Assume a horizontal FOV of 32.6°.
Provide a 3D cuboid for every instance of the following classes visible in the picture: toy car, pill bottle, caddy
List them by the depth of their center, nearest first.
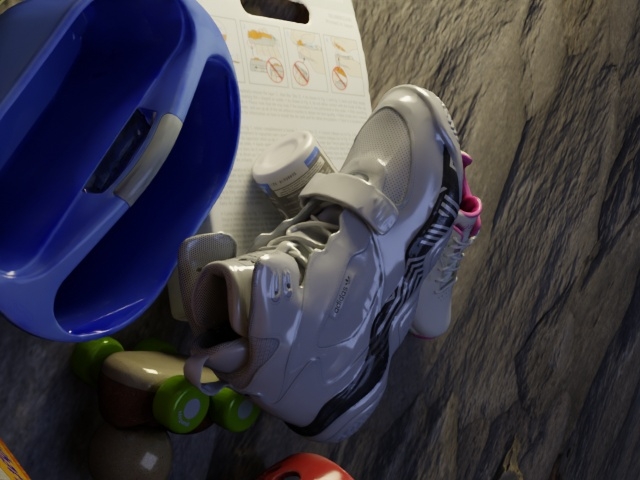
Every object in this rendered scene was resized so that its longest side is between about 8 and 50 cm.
[{"bbox_3d":[-0.204,-0.075,0.976,0.241,0.179,0.341,51,58,-41],"label":"caddy"},{"bbox_3d":[-0.173,0.206,1.092,0.149,0.155,0.188,12,96,-51],"label":"toy car"},{"bbox_3d":[-0.006,-0.042,1.168,0.137,0.078,0.078,54,55,-26],"label":"pill bottle"}]

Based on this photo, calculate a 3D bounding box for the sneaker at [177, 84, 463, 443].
[{"bbox_3d":[0.000,0.000,1.030,0.210,0.137,0.365,24,83,-43],"label":"sneaker"}]

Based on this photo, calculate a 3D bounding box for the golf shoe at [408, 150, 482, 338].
[{"bbox_3d":[0.150,0.004,1.461,0.115,0.140,0.306,-39,126,-43],"label":"golf shoe"}]

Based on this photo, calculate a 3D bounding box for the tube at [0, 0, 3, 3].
[{"bbox_3d":[-0.294,-0.234,0.937,0.240,0.062,0.070,-60,177,-32],"label":"tube"}]

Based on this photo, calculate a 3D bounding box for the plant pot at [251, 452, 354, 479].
[{"bbox_3d":[-0.043,0.362,1.238,0.174,0.191,0.191,-27,116,-41],"label":"plant pot"}]

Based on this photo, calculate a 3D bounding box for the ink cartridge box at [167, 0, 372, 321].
[{"bbox_3d":[-0.059,-0.112,1.254,0.308,0.091,0.384,-3,82,-50],"label":"ink cartridge box"}]

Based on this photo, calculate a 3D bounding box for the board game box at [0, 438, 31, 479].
[{"bbox_3d":[-0.367,0.218,0.602,0.356,0.357,0.356,-46,132,-11],"label":"board game box"}]
